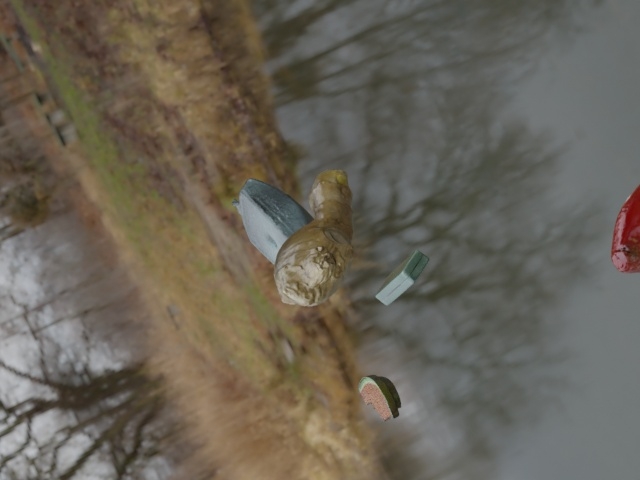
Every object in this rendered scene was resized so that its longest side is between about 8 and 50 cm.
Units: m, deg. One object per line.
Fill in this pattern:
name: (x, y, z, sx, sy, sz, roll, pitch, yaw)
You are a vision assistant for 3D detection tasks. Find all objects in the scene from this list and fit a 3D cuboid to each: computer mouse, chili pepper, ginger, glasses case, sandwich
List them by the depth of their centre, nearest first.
ginger: (-0.004, 0.006, 1.056, 0.096, 0.067, 0.165, -52, 16, 40)
chili pepper: (0.490, -0.035, 1.535, 0.136, 0.253, 0.144, 46, 135, 21)
computer mouse: (-0.048, -0.015, 1.540, 0.229, 0.068, 0.113, 43, 149, 44)
sandwich: (0.103, 0.264, 1.852, 0.135, 0.029, 0.067, -152, 54, -64)
glasses case: (0.187, 0.087, 2.500, 0.039, 0.078, 0.184, 36, 153, -2)
